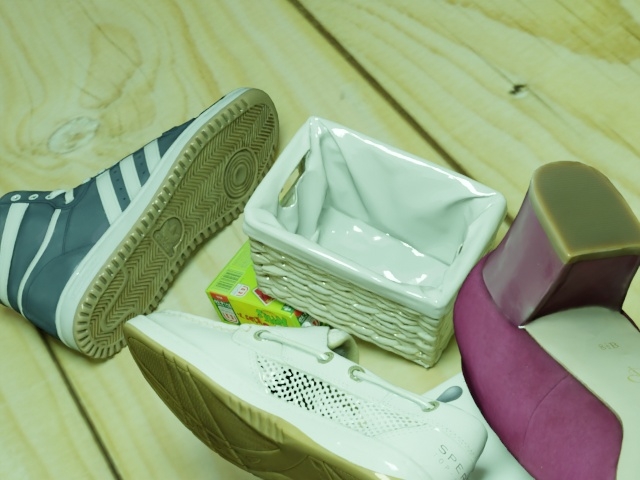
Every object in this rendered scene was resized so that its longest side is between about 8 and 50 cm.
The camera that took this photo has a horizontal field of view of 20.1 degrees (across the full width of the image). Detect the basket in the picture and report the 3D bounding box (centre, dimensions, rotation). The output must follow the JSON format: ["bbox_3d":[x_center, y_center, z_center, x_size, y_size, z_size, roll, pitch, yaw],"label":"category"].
[{"bbox_3d":[0.039,0.003,1.333,0.167,0.103,0.113,24,60,15],"label":"basket"}]

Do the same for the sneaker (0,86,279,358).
[{"bbox_3d":[-0.166,-0.036,1.528,0.153,0.099,0.282,18,59,38],"label":"sneaker"}]

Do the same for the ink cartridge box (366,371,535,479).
[{"bbox_3d":[0.089,0.189,1.144,0.237,0.100,0.172,-30,38,-4],"label":"ink cartridge box"}]

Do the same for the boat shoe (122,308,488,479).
[{"bbox_3d":[-0.010,0.099,1.151,0.277,0.098,0.096,25,59,37],"label":"boat shoe"}]

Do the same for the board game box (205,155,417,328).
[{"bbox_3d":[0.000,0.000,1.443,0.092,0.043,0.181,15,55,38],"label":"board game box"}]

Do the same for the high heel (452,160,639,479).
[{"bbox_3d":[0.173,0.145,1.010,0.127,0.181,0.377,0,48,-16],"label":"high heel"}]
